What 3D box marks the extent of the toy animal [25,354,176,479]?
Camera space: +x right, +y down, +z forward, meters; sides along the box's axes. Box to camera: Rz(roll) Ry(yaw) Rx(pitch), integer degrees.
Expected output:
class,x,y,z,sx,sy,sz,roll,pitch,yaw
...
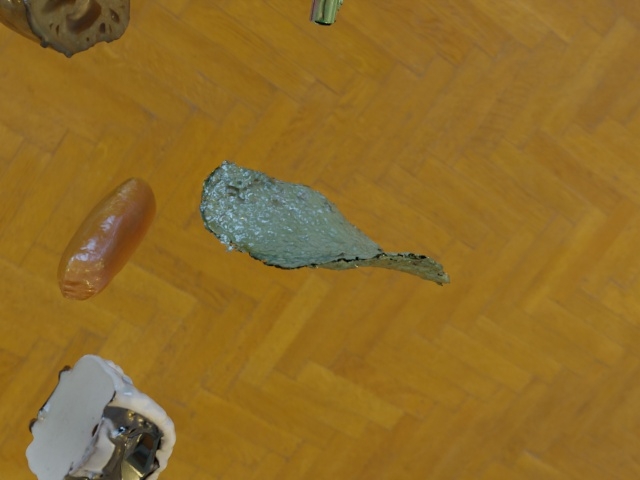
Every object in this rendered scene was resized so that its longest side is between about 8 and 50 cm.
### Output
class,x,y,z,sx,sy,sz,roll,pitch,yaw
toy animal,-0.334,0.295,1.439,0.156,0.204,0.208,29,91,-49

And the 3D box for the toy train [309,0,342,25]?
class,x,y,z,sx,sy,sz,roll,pitch,yaw
toy train,0.016,-0.355,1.222,0.038,0.071,0.148,15,122,7

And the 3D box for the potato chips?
class,x,y,z,sx,sy,sz,roll,pitch,yaw
potato chips,0.000,-0.007,0.865,0.167,0.228,0.059,-16,128,-53

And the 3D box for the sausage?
class,x,y,z,sx,sy,sz,roll,pitch,yaw
sausage,-0.312,-0.006,1.381,0.098,0.238,0.098,10,132,12

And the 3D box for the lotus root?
class,x,y,z,sx,sy,sz,roll,pitch,yaw
lotus root,-0.515,-0.518,1.716,0.250,0.316,0.316,24,107,15
